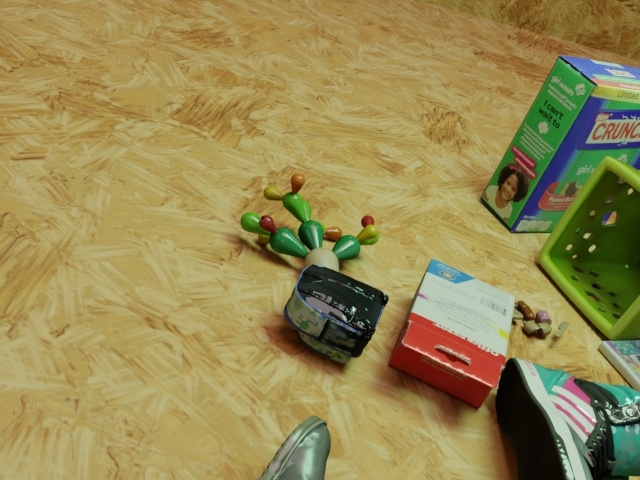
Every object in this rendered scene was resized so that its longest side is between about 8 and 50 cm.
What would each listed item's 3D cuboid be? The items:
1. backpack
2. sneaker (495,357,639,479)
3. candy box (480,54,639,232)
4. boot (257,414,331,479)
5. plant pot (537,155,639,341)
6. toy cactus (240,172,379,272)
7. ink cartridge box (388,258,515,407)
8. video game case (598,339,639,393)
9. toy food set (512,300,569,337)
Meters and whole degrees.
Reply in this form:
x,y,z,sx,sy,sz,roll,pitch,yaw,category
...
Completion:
x,y,z,sx,sy,sz,roll,pitch,yaw,category
0.013,0.093,1.023,0.114,0.084,0.105,28,31,2,backpack
0.317,0.249,0.935,0.178,0.124,0.295,11,24,-4,sneaker
0.491,-0.171,1.529,0.268,0.317,0.122,-1,37,-34,candy box
0.033,0.278,0.752,0.208,0.076,0.190,24,44,16,boot
0.544,0.024,1.357,0.207,0.228,0.227,11,31,-33,plant pot
0.000,0.000,1.166,0.219,0.112,0.180,14,40,-30,toy cactus
0.175,0.129,1.078,0.134,0.078,0.231,25,30,6,ink cartridge box
0.523,0.211,1.238,0.143,0.019,0.157,3,36,-29,video game case
0.317,0.118,1.253,0.122,0.019,0.078,27,29,24,toy food set
